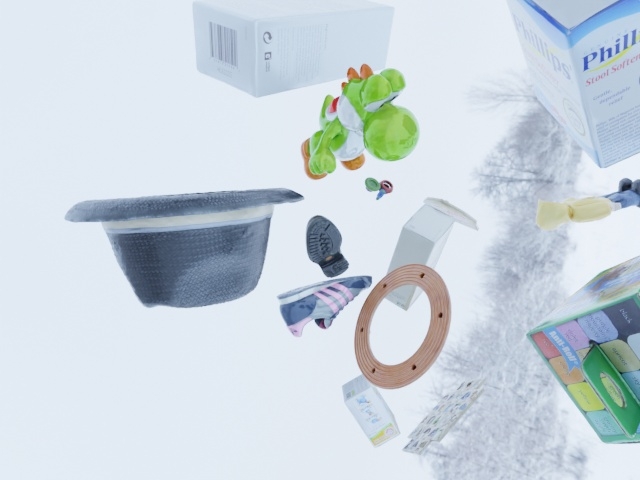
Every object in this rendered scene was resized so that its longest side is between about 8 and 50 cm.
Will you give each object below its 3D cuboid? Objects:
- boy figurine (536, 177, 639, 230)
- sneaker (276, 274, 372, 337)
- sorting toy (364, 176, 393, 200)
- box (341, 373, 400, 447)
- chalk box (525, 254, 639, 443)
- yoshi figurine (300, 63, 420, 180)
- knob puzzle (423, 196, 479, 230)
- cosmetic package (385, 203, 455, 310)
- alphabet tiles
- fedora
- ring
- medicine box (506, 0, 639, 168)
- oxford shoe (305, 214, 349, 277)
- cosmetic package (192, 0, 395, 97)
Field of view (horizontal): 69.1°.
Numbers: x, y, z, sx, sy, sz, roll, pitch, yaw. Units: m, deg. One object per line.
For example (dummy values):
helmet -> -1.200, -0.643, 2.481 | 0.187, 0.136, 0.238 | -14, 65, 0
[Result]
boy figurine -> 0.718, -0.097, 1.267 | 0.177, 0.285, 0.092 | -103, 1, -77
sneaker -> 0.025, 0.179, 1.319 | 0.319, 0.112, 0.131 | -12, -93, -33
sorting toy -> 0.171, -0.152, 1.390 | 0.042, 0.102, 0.061 | 124, 140, -48
box -> 0.168, 0.569, 1.567 | 0.203, 0.103, 0.114 | 58, -176, -9
chalk box -> 0.422, 0.140, 0.607 | 0.289, 0.180, 0.179 | -24, -14, -30
yoshi figurine -> 0.087, -0.209, 0.983 | 0.203, 0.203, 0.362 | -69, 12, -17
knob puzzle -> 0.421, -0.103, 1.505 | 0.030, 0.213, 0.213 | -61, -27, -1
cosmetic package -> 0.301, 0.058, 1.471 | 0.160, 0.113, 0.309 | -40, -27, -40
alphabet tiles -> 0.416, 0.587, 1.564 | 0.343, 0.011, 0.285 | -39, -11, -21
fedora -> -0.171, 0.008, 0.657 | 0.334, 0.334, 0.152 | -18, -75, -62
ring -> 0.209, 0.219, 1.210 | 0.032, 0.337, 0.336 | 29, -110, -29
medicine box -> 0.455, -0.319, 0.780 | 0.289, 0.149, 0.263 | 46, -155, -38
oxford shoe -> 0.000, 0.000, 1.028 | 0.227, 0.083, 0.096 | 73, 171, -61
cosmetic package -> -0.053, -0.494, 1.137 | 0.453, 0.230, 0.161 | -27, -43, -37
